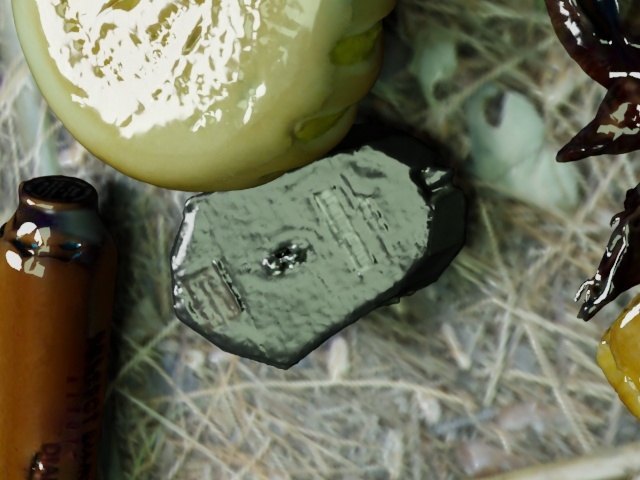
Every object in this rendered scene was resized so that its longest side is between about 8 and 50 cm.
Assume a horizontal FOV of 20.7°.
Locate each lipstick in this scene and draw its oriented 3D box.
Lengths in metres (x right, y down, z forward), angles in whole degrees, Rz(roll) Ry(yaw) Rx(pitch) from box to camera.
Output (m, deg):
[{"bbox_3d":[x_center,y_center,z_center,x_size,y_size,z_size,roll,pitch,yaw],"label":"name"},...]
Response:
[{"bbox_3d":[-0.163,0.159,1.020,0.077,0.077,0.418,19,118,23],"label":"lipstick"}]

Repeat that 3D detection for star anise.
[{"bbox_3d":[0.153,-0.085,0.710,0.212,0.053,0.157,-41,59,21],"label":"star anise"}]

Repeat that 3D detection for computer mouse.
[{"bbox_3d":[0.000,0.000,0.871,0.172,0.057,0.099,-26,93,24],"label":"computer mouse"}]

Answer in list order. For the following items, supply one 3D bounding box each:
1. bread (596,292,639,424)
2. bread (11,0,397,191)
[{"bbox_3d":[0.217,0.044,0.702,0.158,0.149,0.143,-39,85,36],"label":"bread"},{"bbox_3d":[-0.048,-0.125,0.813,0.213,0.104,0.213,9,108,30],"label":"bread"}]
